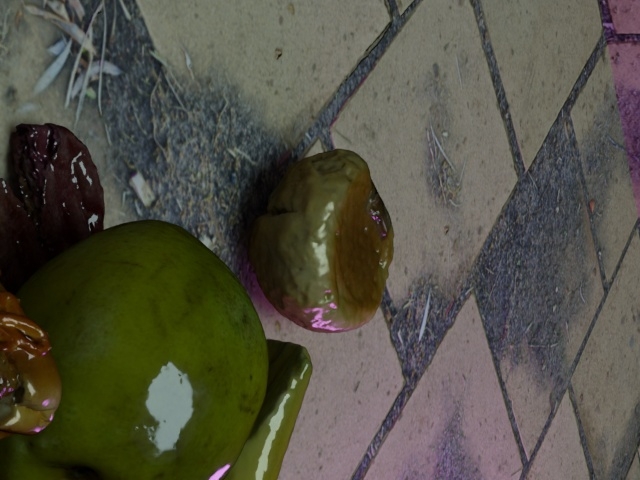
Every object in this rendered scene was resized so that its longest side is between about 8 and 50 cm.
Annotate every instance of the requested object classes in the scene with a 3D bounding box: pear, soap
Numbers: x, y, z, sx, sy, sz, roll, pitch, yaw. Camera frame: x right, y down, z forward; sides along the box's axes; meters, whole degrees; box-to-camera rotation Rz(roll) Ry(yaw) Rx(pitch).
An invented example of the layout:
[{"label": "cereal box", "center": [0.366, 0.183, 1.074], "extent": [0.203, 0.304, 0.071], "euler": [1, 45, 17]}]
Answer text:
[{"label": "pear", "center": [-0.172, 0.116, 1.084], "extent": [0.307, 0.252, 0.253], "euler": [-70, 152, -62]}, {"label": "soap", "center": [-0.142, 0.291, 1.232], "extent": [0.115, 0.306, 0.428], "euler": [23, 79, -25]}]

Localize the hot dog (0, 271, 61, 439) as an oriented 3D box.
[{"label": "hot dog", "center": [-0.316, 0.013, 0.860], "extent": [0.158, 0.349, 0.117], "euler": [-12, 139, -44]}]

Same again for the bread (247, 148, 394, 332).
[{"label": "bread", "center": [0.000, 0.000, 1.542], "extent": [0.244, 0.134, 0.245], "euler": [-14, 106, -60]}]

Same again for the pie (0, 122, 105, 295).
[{"label": "pie", "center": [-0.289, -0.007, 1.155], "extent": [0.218, 0.054, 0.205], "euler": [-18, 110, -58]}]
